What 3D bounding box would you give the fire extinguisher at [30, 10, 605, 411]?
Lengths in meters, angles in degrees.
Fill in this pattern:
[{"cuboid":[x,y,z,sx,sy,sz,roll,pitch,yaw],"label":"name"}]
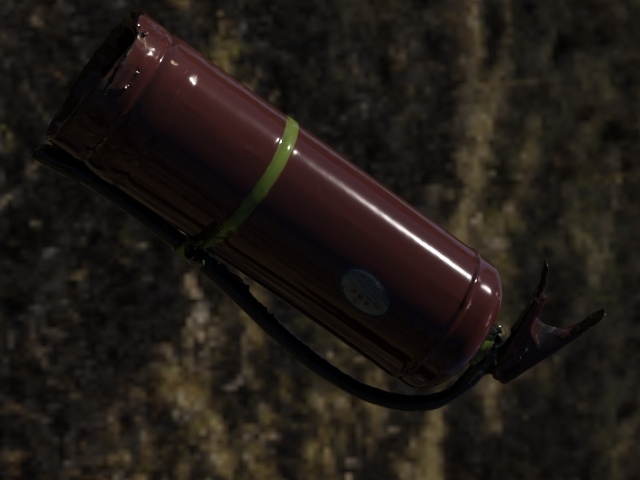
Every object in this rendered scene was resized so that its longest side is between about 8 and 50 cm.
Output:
[{"cuboid":[0.000,0.000,0.404,0.132,0.056,0.039,35,16,-15],"label":"fire extinguisher"}]
